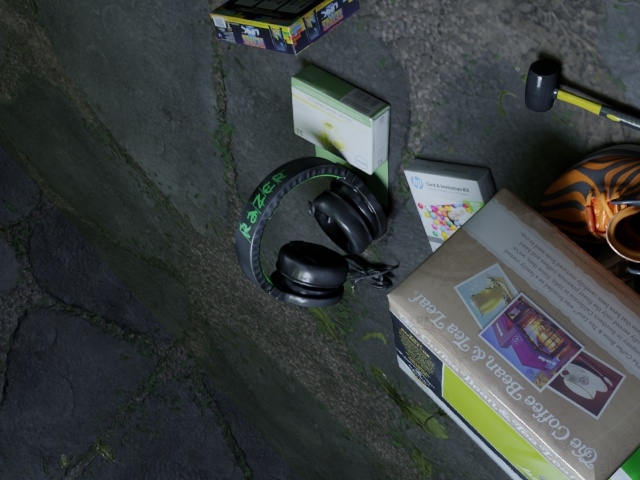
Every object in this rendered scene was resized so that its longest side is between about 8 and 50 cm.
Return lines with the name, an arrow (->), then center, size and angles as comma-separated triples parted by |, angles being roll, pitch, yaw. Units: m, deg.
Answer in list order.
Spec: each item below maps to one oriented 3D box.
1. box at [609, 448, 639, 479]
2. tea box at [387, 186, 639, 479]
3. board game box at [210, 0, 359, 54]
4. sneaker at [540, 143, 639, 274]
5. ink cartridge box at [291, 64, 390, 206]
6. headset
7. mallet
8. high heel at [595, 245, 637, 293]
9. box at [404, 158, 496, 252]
box -> 0.439, 0.335, 1.440 | 0.262, 0.127, 0.231 | 47, 153, 2
tea box -> 0.282, 0.163, 1.162 | 0.329, 0.220, 0.323 | 44, 169, 21
board game box -> -0.053, -0.334, 1.281 | 0.170, 0.141, 0.048 | 22, 141, 40
sneaker -> 0.354, -0.037, 1.018 | 0.321, 0.180, 0.124 | -8, 103, 54
ink cartridge box -> 0.035, -0.160, 1.469 | 0.171, 0.056, 0.235 | 32, 146, 27
headset -> 0.000, 0.000, 1.528 | 0.185, 0.243, 0.394 | 33, 179, 44
mallet -> 0.335, -0.156, 1.076 | 0.190, 0.039, 0.062 | 32, 148, 20
high heel -> 0.432, 0.100, 1.190 | 0.186, 0.093, 0.261 | 44, 163, 10
box -> 0.221, -0.035, 1.379 | 0.145, 0.038, 0.186 | 14, 136, 46
